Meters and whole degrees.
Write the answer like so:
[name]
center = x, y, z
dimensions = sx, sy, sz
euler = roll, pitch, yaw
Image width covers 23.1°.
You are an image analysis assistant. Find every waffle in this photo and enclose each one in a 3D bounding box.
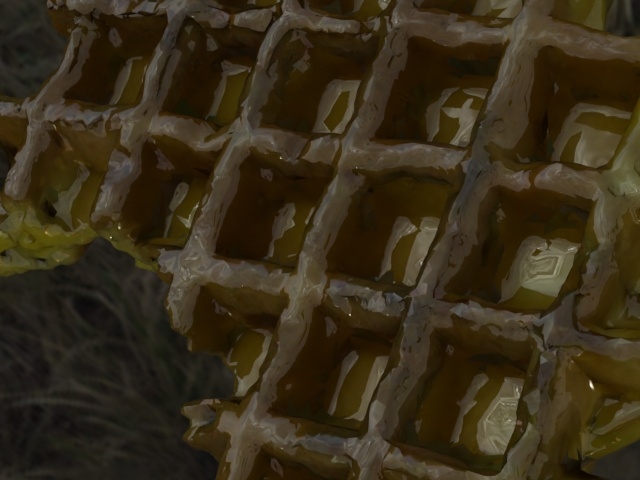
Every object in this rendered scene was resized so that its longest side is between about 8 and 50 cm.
[waffle]
center = 0.000, 0.000, 0.483
dimensions = 0.260, 0.069, 0.293
euler = -38, 55, 10
